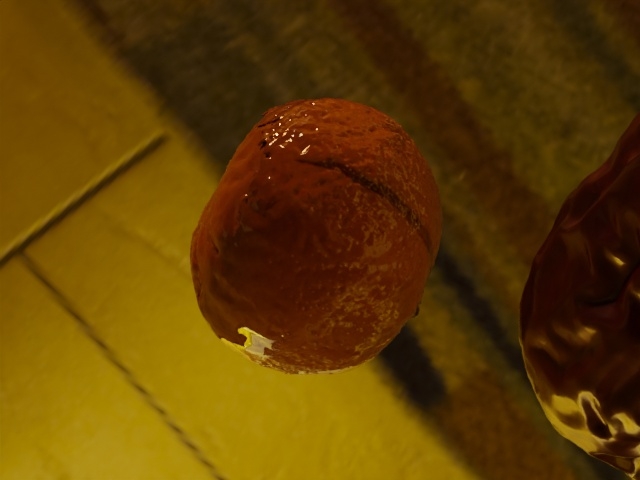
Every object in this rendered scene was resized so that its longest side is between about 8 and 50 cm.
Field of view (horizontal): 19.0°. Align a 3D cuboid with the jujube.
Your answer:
[{"bbox_3d":[0.200,0.013,0.914,0.174,0.174,0.250,31,124,2],"label":"jujube"}]

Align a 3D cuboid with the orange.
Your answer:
[{"bbox_3d":[0.000,0.000,1.280,0.161,0.193,0.193,20,123,-7],"label":"orange"}]
